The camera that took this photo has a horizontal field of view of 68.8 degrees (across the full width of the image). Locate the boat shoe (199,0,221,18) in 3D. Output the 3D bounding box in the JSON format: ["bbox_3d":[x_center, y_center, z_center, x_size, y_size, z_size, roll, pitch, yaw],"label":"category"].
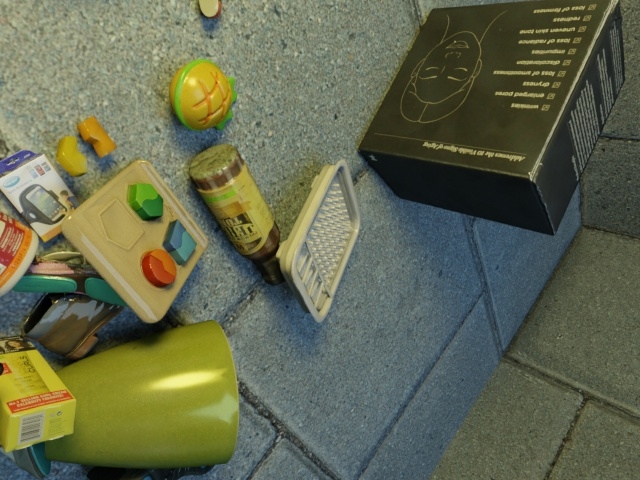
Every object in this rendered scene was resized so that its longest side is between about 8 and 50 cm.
[{"bbox_3d":[-0.199,-0.471,0.835,0.043,0.049,0.137,-78,167,-70],"label":"boat shoe"}]

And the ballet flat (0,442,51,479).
[{"bbox_3d":[-0.522,0.324,0.802,0.068,0.072,0.213,-7,112,-15],"label":"ballet flat"}]

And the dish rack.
[{"bbox_3d":[0.000,0.000,1.122,0.333,0.072,0.285,-65,152,-28],"label":"dish rack"}]

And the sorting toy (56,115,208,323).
[{"bbox_3d":[-0.311,-0.046,0.768,0.307,0.041,0.229,58,27,-24],"label":"sorting toy"}]

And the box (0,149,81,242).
[{"bbox_3d":[-0.447,-0.074,0.743,0.081,0.028,0.136,-42,133,-26],"label":"box"}]

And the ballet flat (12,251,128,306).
[{"bbox_3d":[-0.387,0.055,0.770,0.221,0.079,0.077,10,138,-18],"label":"ballet flat"}]

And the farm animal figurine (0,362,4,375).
[{"bbox_3d":[-0.534,0.139,0.562,0.172,0.327,0.330,-59,165,-60],"label":"farm animal figurine"}]

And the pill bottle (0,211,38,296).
[{"bbox_3d":[-0.516,-0.016,0.624,0.121,0.121,0.221,-58,136,-13],"label":"pill bottle"}]

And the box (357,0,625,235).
[{"bbox_3d":[0.438,-0.328,1.218,0.297,0.480,0.472,39,76,-47],"label":"box"}]

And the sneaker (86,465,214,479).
[{"bbox_3d":[-0.331,0.456,1.007,0.341,0.140,0.125,0,95,-65],"label":"sneaker"}]

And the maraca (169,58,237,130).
[{"bbox_3d":[-0.209,-0.264,0.867,0.186,0.099,0.127,-17,128,-69],"label":"maraca"}]

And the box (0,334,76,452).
[{"bbox_3d":[-0.452,0.216,0.695,0.087,0.232,0.058,0,106,-47],"label":"box"}]

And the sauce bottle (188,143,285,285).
[{"bbox_3d":[-0.152,-0.037,0.996,0.111,0.111,0.344,-47,134,-23],"label":"sauce bottle"}]

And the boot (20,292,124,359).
[{"bbox_3d":[-0.407,0.099,0.809,0.219,0.082,0.106,-59,139,-9],"label":"boot"}]

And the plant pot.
[{"bbox_3d":[-0.333,0.295,0.854,0.293,0.275,0.275,0,106,-30],"label":"plant pot"}]
